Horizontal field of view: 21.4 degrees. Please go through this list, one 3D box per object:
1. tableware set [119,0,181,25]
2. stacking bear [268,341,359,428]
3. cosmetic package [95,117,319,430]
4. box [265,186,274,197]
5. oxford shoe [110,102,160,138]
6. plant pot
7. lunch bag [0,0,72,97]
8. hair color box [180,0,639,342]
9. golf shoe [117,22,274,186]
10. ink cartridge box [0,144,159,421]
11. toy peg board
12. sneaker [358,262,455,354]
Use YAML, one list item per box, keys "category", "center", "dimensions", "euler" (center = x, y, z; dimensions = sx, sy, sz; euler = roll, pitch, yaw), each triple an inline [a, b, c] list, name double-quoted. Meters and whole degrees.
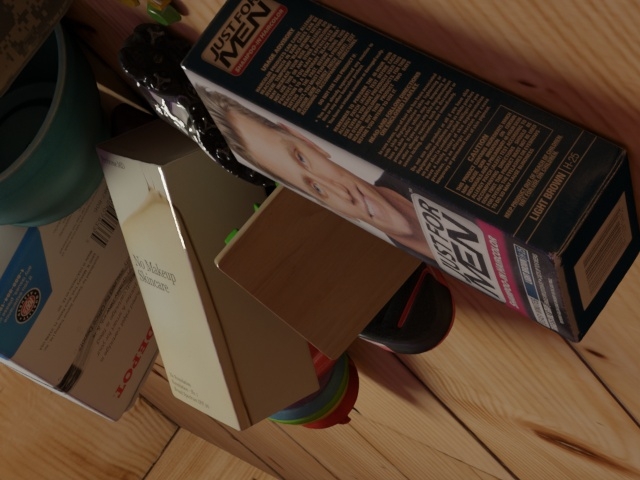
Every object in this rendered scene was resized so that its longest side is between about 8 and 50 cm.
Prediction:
- category: "tableware set"
  center: [-0.192, -0.248, 1.524]
  dimensions: [0.154, 0.024, 0.104]
  euler: [31, 169, 11]
- category: "stacking bear"
  center: [-0.026, 0.179, 2.328]
  dimensions: [0.175, 0.164, 0.289]
  euler: [29, 170, 24]
- category: "cosmetic package"
  center: [-0.119, 0.030, 1.810]
  dimensions: [0.160, 0.113, 0.309]
  euler: [16, 128, 55]
- category: "box"
  center: [-0.075, -0.026, 1.912]
  dimensions: [0.052, 0.062, 0.083]
  euler: [33, 166, 7]
- category: "oxford shoe"
  center: [-0.177, -0.072, 1.984]
  dimensions: [0.098, 0.097, 0.271]
  euler: [48, 166, 26]
- category: "plant pot"
  center: [-0.351, -0.132, 1.828]
  dimensions: [0.272, 0.271, 0.255]
  euler: [30, 174, 21]
- category: "lunch bag"
  center: [-0.429, -0.218, 1.583]
  dimensions: [0.256, 0.305, 0.212]
  euler: [22, 161, 39]
- category: "hair color box"
  center: [0.073, -0.066, 1.334]
  dimensions: [0.347, 0.105, 0.174]
  euler: [29, 165, 25]
- category: "golf shoe"
  center: [-0.109, -0.129, 1.637]
  dimensions: [0.198, 0.077, 0.094]
  euler: [45, 171, -2]
- category: "ink cartridge box"
  center: [-0.327, 0.029, 2.128]
  dimensions: [0.166, 0.285, 0.395]
  euler: [22, 168, 25]
- category: "toy peg board"
  center: [0.000, 0.000, 1.656]
  dimensions: [0.161, 0.161, 0.079]
  euler: [40, -177, -23]
- category: "sneaker"
  center: [0.067, 0.052, 1.802]
  dimensions: [0.136, 0.116, 0.314]
  euler: [31, 177, -33]
